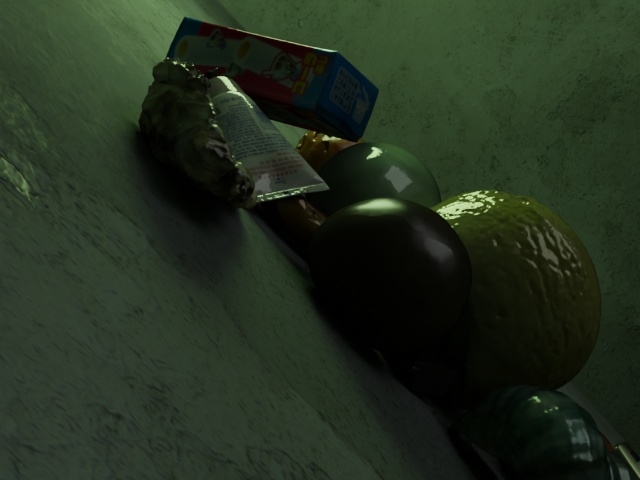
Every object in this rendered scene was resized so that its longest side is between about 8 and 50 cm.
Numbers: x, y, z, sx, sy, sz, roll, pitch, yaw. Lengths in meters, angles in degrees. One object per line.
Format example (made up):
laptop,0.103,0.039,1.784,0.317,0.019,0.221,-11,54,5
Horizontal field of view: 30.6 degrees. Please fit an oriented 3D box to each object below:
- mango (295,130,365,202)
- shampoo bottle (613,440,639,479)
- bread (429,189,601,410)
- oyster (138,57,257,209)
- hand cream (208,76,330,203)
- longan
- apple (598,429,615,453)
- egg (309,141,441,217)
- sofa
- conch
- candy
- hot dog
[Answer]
mango,0.047,-0.095,2.052,0.156,0.151,0.248,6,-32,42
shampoo bottle,0.777,0.618,2.659,0.350,0.084,0.125,51,12,20
bread,0.252,0.088,1.698,0.320,0.237,0.320,171,-90,-67
oyster,-0.150,-0.120,1.382,0.354,0.107,0.201,-159,-134,-83
hand cream,-0.097,-0.133,1.650,0.248,0.133,0.083,56,-32,40
longan,0.093,0.039,1.511,0.220,0.196,0.196,39,5,22
apple,0.350,0.329,1.647,0.146,0.146,0.131,44,35,-26
egg,0.088,-0.053,1.846,0.203,0.203,0.283,50,8,11
sofa,0.114,0.150,1.604,0.085,0.060,0.147,20,24,-36
conch,0.299,0.298,1.499,0.277,0.195,0.220,24,-22,3
candy,-0.079,-0.254,1.835,0.306,0.100,0.157,17,-7,31
hot dog,0.000,0.000,1.650,0.236,0.062,0.092,39,-4,-23
